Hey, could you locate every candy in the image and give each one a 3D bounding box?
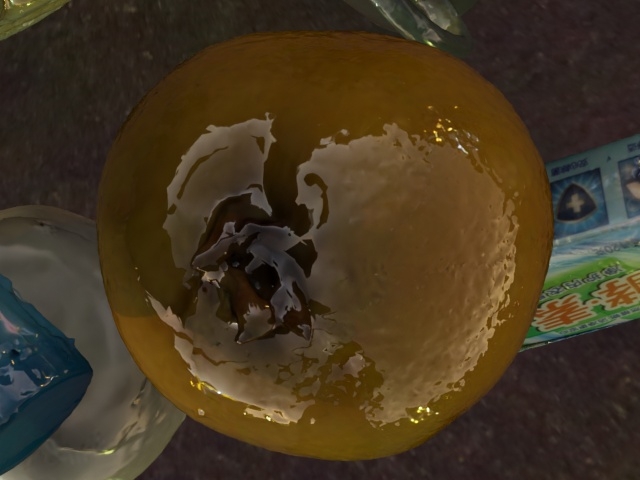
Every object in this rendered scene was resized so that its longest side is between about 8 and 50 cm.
[{"bbox_3d":[-0.256,0.106,1.081,0.296,0.295,0.185,23,146,-17],"label":"candy"}]

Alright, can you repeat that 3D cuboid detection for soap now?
[{"bbox_3d":[0.177,0.007,0.816,0.293,0.077,0.156,-19,149,31],"label":"soap"}]

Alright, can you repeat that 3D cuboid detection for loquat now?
[{"bbox_3d":[0.000,0.000,0.536,0.208,0.208,0.208,-3,111,-8],"label":"loquat"}]

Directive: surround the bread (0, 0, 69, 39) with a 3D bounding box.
[{"bbox_3d":[-0.402,-0.355,1.401,0.341,0.300,0.210,-30,103,-15],"label":"bread"}]

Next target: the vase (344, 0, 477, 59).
[{"bbox_3d":[0.029,-0.256,0.913,0.156,0.301,0.251,-33,71,24],"label":"vase"}]

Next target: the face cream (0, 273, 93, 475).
[{"bbox_3d":[-0.220,-0.046,0.437,0.337,0.080,0.163,44,128,11],"label":"face cream"}]
